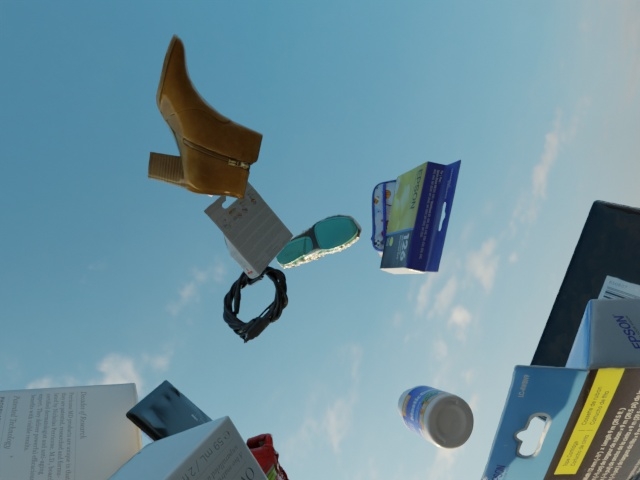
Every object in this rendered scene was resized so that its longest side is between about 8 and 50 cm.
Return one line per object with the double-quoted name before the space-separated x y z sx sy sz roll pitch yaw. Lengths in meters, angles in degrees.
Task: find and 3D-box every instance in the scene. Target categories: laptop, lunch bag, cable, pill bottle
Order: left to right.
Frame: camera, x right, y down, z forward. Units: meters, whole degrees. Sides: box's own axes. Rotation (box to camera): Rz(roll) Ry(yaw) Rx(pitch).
"laptop" -0.350 0.585 1.280 0.236 0.382 0.408 -50 -1 0
"cable" -0.145 0.130 1.116 0.184 0.151 0.047 -50 -40 15
"lunch bag" 0.295 -0.076 1.795 0.115 0.243 0.304 44 -136 -58
"pill bottle" 0.335 0.526 1.509 0.152 0.272 0.153 2 -99 -13

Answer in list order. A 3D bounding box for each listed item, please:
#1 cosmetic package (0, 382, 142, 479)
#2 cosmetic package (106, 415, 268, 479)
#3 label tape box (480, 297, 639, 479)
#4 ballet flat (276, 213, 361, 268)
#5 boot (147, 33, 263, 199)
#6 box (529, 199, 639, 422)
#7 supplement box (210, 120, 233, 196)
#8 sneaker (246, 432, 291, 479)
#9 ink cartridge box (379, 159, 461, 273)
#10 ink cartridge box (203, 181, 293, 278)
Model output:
"cosmetic package" -0.642 0.575 1.152 0.393 0.327 0.330 4 -64 -28
"cosmetic package" -0.119 0.308 0.385 0.225 0.138 0.224 59 -148 -3
"label tape box" 0.376 0.191 0.600 0.115 0.347 0.249 -86 -7 -54
"ballet flat" 0.000 0.000 1.976 0.147 0.408 0.147 37 -138 -44
"boot" -0.218 -0.238 0.986 0.211 0.104 0.295 7 -83 -15
"box" 0.736 0.210 1.120 0.471 0.297 0.480 14 -83 -46
"supplement box" -0.316 -0.253 1.436 0.113 0.111 0.220 25 -131 -8
"sneaker" -0.092 0.395 0.845 0.279 0.107 0.118 36 -125 -26
"ink cartridge box" 0.267 -0.060 1.390 0.072 0.307 0.304 14 -97 -9
"ink cartridge box" -0.161 -0.028 1.086 0.179 0.045 0.145 49 -131 -11
